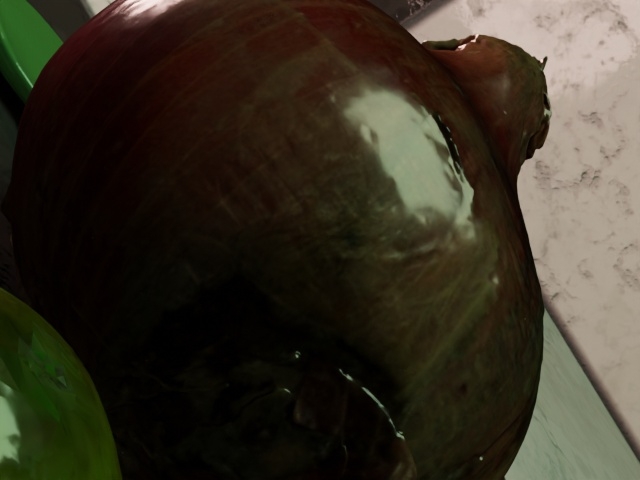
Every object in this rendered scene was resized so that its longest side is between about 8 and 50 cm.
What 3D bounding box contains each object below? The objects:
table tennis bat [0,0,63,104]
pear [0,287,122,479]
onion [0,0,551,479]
[{"bbox_3d":[-0.177,-0.087,1.318,0.160,0.039,0.257,50,9,-30],"label":"table tennis bat"},{"bbox_3d":[-0.168,0.082,0.457,0.292,0.292,0.159,54,22,-10],"label":"pear"},{"bbox_3d":[-0.026,0.022,1.079,0.353,0.353,0.353,52,13,-18],"label":"onion"}]
